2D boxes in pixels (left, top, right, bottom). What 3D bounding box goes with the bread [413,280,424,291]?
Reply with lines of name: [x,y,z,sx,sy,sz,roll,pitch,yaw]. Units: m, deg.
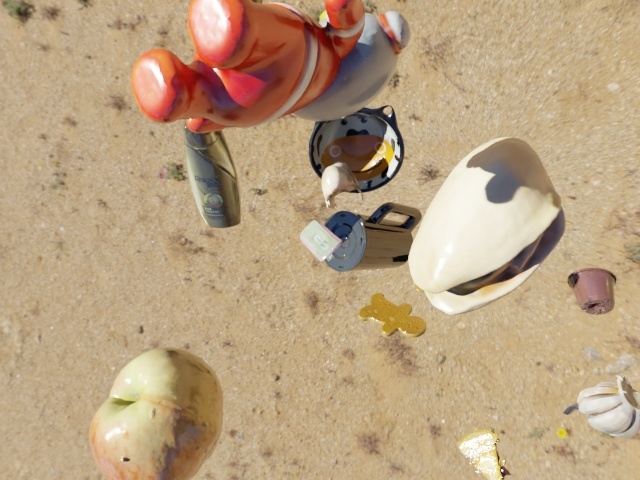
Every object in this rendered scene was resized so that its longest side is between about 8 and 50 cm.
bread: [0.393,0.141,1.673,0.070,0.083,0.076,-5,128,38]

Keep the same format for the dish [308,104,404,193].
dish: [0.105,-0.284,1.302,0.303,0.120,0.303,4,130,4]

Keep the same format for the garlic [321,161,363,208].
garlic: [0.054,-0.157,1.231,0.099,0.174,0.124,-14,94,15]

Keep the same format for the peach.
peach: [-0.243,0.296,0.728,0.233,0.232,0.232,2,97,18]

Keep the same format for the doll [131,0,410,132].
doll: [-0.013,-0.173,0.436,0.200,0.336,0.105,-25,92,36]

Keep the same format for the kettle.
kettle: [0.182,-0.021,1.570,0.203,0.308,0.262,23,104,43]

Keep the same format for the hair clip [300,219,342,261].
hair clip: [0.001,0.001,0.824,0.054,0.137,0.022,-43,119,-3]

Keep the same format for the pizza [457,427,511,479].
pizza: [0.584,0.752,1.544,0.154,0.069,0.193,-36,65,22]

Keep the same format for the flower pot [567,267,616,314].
flower pot: [0.689,0.135,1.126,0.111,0.089,0.111,10,142,8]

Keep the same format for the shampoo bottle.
shampoo bottle: [-0.285,-0.177,1.183,0.126,0.084,0.350,-3,140,-4]

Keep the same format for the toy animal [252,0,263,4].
toy animal: [-0.160,-0.365,0.734,0.149,0.275,0.054,-4,54,3]

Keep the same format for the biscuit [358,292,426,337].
biscuit: [0.219,0.235,1.337,0.205,0.138,0.031,19,136,34]

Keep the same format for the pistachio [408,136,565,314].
pistachio: [0.264,-0.028,0.728,0.318,0.193,0.214,-48,39,-17]

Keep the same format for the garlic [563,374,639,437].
garlic: [0.675,0.412,1.093,0.131,0.127,0.194,40,144,-11]
